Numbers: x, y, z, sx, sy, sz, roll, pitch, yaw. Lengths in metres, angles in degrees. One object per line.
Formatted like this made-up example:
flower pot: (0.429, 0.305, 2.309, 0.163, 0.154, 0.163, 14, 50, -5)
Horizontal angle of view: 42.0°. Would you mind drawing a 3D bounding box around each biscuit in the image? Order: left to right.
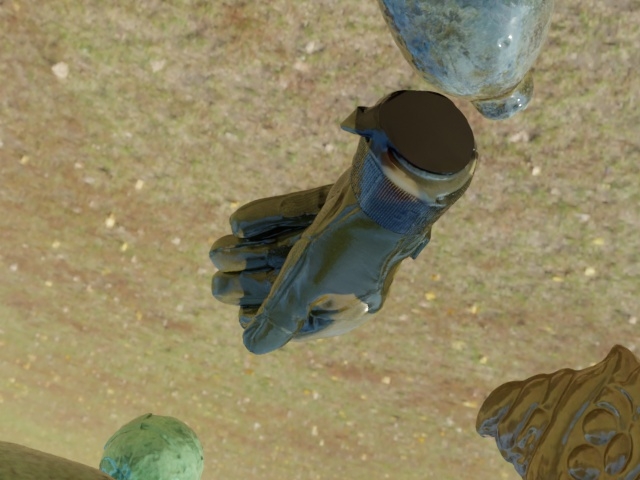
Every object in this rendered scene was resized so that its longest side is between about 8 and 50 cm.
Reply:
biscuit: (0.221, 0.157, 0.614, 0.250, 0.162, 0.035, 8, 165, 43)

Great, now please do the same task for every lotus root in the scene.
lotus root: (0.128, -0.257, 0.755, 0.175, 0.175, 0.349, 2, 125, 33)

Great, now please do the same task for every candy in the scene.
candy: (-0.233, 0.288, 0.804, 0.119, 0.119, 0.440, 11, -166, 13)

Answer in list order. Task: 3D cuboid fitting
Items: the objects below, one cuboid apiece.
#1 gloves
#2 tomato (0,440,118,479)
gloves: (0.015, 0.001, 0.763, 0.141, 0.154, 0.331, 3, 147, -33)
tomato: (-0.197, 0.255, 0.459, 0.239, 0.303, 0.303, 42, 180, 43)
